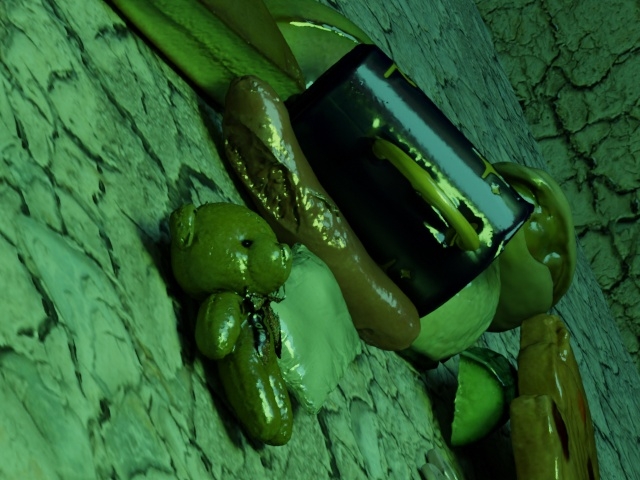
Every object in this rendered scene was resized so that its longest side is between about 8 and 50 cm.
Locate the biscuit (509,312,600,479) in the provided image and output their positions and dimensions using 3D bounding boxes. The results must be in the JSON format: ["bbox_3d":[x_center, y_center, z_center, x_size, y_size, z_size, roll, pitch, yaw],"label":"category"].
[{"bbox_3d":[0.293,0.284,2.013,0.455,0.078,0.350,-67,150,-66],"label":"biscuit"}]

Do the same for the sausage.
[{"bbox_3d":[-0.008,-0.018,1.669,0.087,0.079,0.326,-47,113,-35],"label":"sausage"}]

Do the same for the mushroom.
[{"bbox_3d":[0.129,0.002,2.004,0.247,0.130,0.344,61,14,-19],"label":"mushroom"}]

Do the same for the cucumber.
[{"bbox_3d":[0.205,0.180,1.984,0.244,0.063,0.115,-10,109,-77],"label":"cucumber"}]

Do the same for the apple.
[{"bbox_3d":[-0.001,-0.209,1.929,0.265,0.120,0.193,42,8,-29],"label":"apple"}]

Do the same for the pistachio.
[{"bbox_3d":[0.243,0.008,2.237,0.197,0.166,0.288,27,-36,26],"label":"pistachio"}]

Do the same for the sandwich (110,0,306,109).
[{"bbox_3d":[-0.115,-0.215,1.627,0.258,0.094,0.096,42,27,-50],"label":"sandwich"}]

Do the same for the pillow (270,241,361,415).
[{"bbox_3d":[-0.015,0.077,1.538,0.128,0.051,0.229,59,17,-3],"label":"pillow"}]

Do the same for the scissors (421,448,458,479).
[{"bbox_3d":[0.165,0.320,1.776,0.212,0.021,0.110,61,12,-4],"label":"scissors"}]

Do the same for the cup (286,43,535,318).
[{"bbox_3d":[0.093,-0.079,1.730,0.256,0.255,0.178,47,60,-6],"label":"cup"}]

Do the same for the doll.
[{"bbox_3d":[-0.054,0.062,1.357,0.137,0.097,0.209,10,59,-67],"label":"doll"}]
